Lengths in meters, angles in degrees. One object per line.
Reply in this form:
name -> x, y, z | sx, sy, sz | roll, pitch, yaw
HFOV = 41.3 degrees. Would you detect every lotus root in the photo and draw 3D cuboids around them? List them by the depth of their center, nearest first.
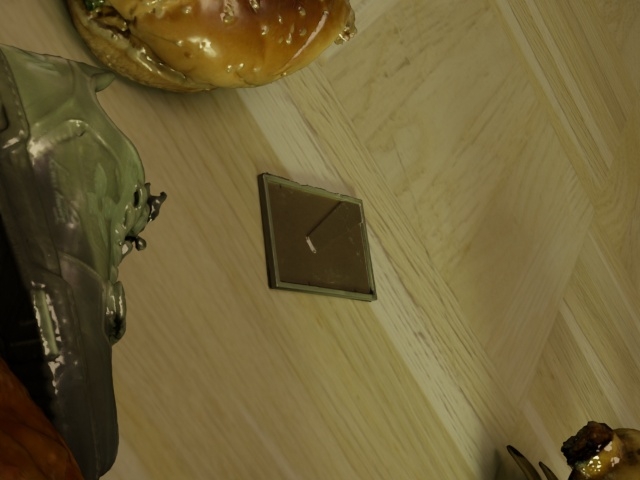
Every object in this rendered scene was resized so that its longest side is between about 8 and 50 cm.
lotus root -> 0.342, 0.302, 0.885 | 0.284, 0.146, 0.160 | 54, 21, -15

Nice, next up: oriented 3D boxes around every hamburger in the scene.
hamburger -> -0.095, -0.236, 0.703 | 0.286, 0.146, 0.243 | 39, 55, -37

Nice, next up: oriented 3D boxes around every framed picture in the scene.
framed picture -> 0.000, 0.000, 0.815 | 0.149, 0.011, 0.109 | 12, 66, -48

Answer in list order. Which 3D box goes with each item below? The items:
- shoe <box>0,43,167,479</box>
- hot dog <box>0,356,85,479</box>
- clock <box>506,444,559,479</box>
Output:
shoe -> -0.151, 0.003, 0.542 | 0.149, 0.109, 0.293 | -11, 79, -47
hot dog -> -0.248, 0.078, 0.333 | 0.388, 0.174, 0.267 | 52, 43, 1
clock -> 0.245, 0.344, 0.920 | 0.170, 0.069, 0.232 | 31, 51, -39
